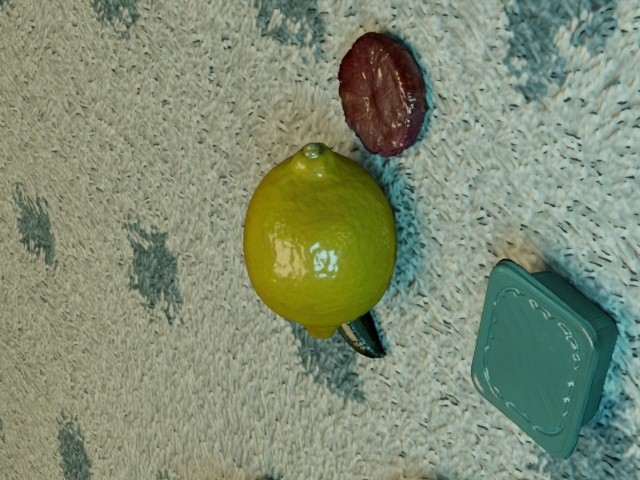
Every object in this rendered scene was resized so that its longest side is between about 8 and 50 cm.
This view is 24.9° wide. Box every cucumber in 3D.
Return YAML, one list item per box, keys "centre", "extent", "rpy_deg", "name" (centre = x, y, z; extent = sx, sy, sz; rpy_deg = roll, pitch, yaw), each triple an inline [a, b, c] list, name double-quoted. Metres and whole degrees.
- centre: [0.006, 0.029, 1.854]
  extent: [0.284, 0.056, 0.056]
  rpy_deg: [64, 148, 15]
  name: "cucumber"

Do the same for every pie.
- centre: [0.069, -0.168, 1.672]
  extent: [0.154, 0.036, 0.154]
  rpy_deg: [32, 131, 48]
  name: "pie"

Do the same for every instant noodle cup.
- centre: [0.237, 0.117, 1.506]
  extent: [0.157, 0.070, 0.179]
  rpy_deg: [42, 137, 40]
  name: "instant noodle cup"

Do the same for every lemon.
- centre: [0.000, 0.000, 1.725]
  extent: [0.187, 0.186, 0.244]
  rpy_deg: [16, 116, 55]
  name: "lemon"

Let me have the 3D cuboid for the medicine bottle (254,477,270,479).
- centre: [-0.118, 0.441, 2.164]
  extent: [0.147, 0.143, 0.147]
  rpy_deg: [26, 125, 45]
  name: "medicine bottle"
